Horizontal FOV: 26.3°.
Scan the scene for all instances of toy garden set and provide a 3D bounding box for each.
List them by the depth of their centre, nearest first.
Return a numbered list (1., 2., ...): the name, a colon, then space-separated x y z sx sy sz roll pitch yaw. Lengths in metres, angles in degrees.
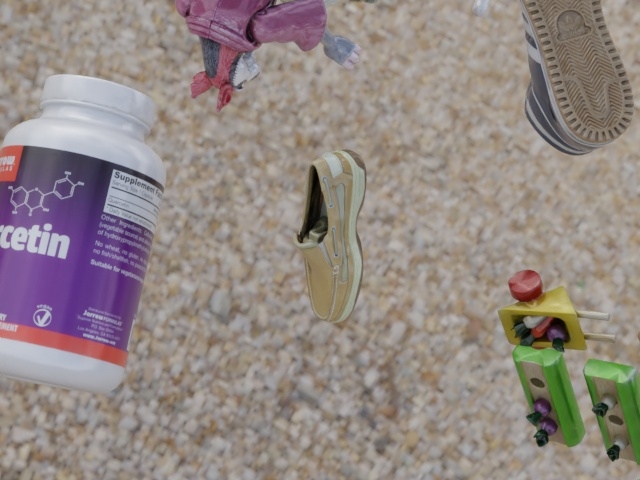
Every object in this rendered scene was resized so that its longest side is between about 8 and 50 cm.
1. toy garden set: 0.259 0.125 1.104 0.244 0.204 0.049 9 48 35

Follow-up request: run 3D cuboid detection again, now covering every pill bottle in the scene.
1. pill bottle: -0.271 -0.006 1.474 0.181 0.181 0.323 14 80 -16

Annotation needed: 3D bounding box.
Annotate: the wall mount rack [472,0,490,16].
1. wall mount rack: 0.280 -0.428 1.599 0.304 0.350 0.130 -27 59 -19

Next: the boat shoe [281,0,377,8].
1. boat shoe: 0.063 -0.397 2.000 0.113 0.103 0.302 22 51 41

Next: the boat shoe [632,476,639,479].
1. boat shoe: 0.346 0.334 1.552 0.081 0.227 0.069 44 28 18

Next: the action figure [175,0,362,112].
1. action figure: -0.067 -0.324 1.546 0.248 0.370 0.276 16 0 9

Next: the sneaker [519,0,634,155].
1. sneaker: 0.248 -0.222 1.415 0.099 0.153 0.282 -10 82 1

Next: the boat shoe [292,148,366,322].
1. boat shoe: 0.000 0.000 1.427 0.072 0.190 0.068 -16 24 -42
